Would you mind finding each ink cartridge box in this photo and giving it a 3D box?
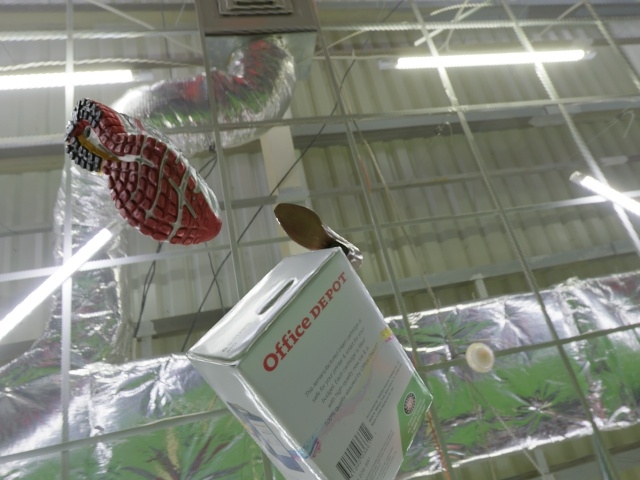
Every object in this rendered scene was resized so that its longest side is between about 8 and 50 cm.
[{"bbox_3d":[0.002,0.135,0.418,0.154,0.093,0.212,-47,-65,-37],"label":"ink cartridge box"}]

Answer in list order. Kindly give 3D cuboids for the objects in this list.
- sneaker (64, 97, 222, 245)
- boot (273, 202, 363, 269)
[{"bbox_3d":[-0.172,-0.077,0.452,0.225,0.093,0.088,42,-71,25],"label":"sneaker"},{"bbox_3d":[0.000,0.000,0.534,0.119,0.087,0.042,37,-92,12],"label":"boot"}]
